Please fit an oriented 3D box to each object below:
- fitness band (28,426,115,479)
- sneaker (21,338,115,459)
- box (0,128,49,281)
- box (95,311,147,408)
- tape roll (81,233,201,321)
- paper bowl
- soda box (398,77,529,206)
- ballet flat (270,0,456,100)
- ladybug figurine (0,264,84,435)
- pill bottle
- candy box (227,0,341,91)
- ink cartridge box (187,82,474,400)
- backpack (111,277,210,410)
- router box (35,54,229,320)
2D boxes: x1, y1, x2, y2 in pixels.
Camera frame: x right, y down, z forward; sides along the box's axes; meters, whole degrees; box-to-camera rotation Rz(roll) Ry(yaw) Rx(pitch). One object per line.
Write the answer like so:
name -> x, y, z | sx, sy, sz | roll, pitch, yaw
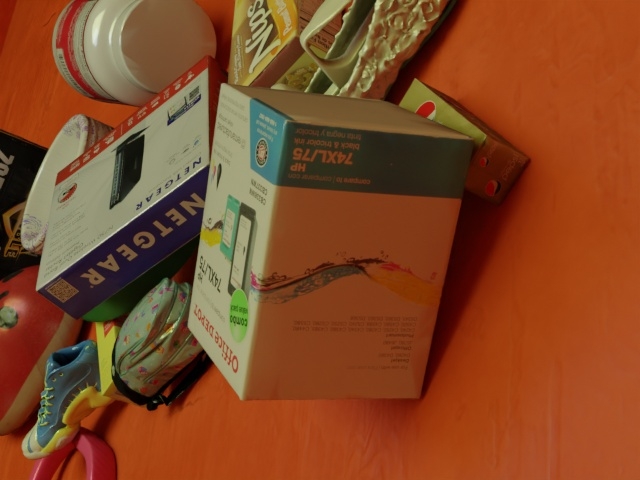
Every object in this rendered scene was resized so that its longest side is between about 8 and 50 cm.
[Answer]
fitness band -> -0.413, 0.411, 1.705 | 0.291, 0.054, 0.209 | 10, 79, 61
sneaker -> -0.418, 0.245, 1.694 | 0.240, 0.126, 0.091 | -41, 23, 6
box -> -0.642, -0.051, 2.221 | 0.322, 0.257, 0.079 | -65, 28, 4
box -> -0.303, 0.160, 1.658 | 0.058, 0.087, 0.232 | -54, 30, 23
tape roll -> -0.309, -0.020, 1.698 | 0.321, 0.077, 0.321 | -30, 36, 24
paper bowl -> -0.458, -0.091, 2.042 | 0.284, 0.148, 0.284 | -40, 38, 42
soda box -> 0.141, -0.106, 1.094 | 0.058, 0.061, 0.181 | -59, 29, 14
ballet flat -> 0.013, -0.198, 1.300 | 0.409, 0.147, 0.147 | -58, 29, 16
ladybug figurine -> -0.607, 0.203, 2.076 | 0.449, 0.162, 0.305 | -48, 33, 32
pill bottle -> -0.346, -0.364, 1.954 | 0.407, 0.229, 0.229 | 19, 87, 62
candy box -> -0.052, -0.339, 1.569 | 0.183, 0.087, 0.316 | -40, 38, 41
ink cartridge box -> 0.000, 0.000, 1.054 | 0.198, 0.197, 0.270 | -143, 59, -61
backpack -> -0.222, 0.138, 1.501 | 0.182, 0.115, 0.152 | -40, 36, 37
router box -> -0.261, -0.084, 1.563 | 0.335, 0.082, 0.301 | -34, 34, 19
